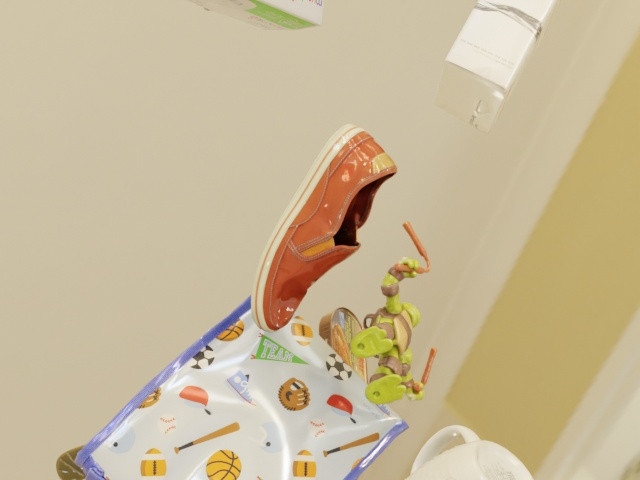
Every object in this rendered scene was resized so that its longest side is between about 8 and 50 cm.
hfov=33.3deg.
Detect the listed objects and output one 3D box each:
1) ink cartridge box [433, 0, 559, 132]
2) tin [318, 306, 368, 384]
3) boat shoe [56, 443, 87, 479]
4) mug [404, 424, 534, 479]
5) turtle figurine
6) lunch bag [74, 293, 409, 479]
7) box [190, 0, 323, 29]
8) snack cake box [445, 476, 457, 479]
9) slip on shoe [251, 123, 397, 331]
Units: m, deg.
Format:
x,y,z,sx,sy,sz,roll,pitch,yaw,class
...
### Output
x,y,z,sx,sy,sz,roll,pitch,yaw,class
0.302,-0.341,1.756,0.273,0.115,0.198,-60,-8,-12,ink cartridge box
0.041,0.211,1.909,0.040,0.189,0.106,-26,-39,34,tin
-0.385,0.397,2.016,0.224,0.080,0.073,-19,-4,7,boat shoe
0.283,0.559,2.286,0.276,0.374,0.328,26,-62,-22,mug
0.099,0.122,1.507,0.217,0.087,0.269,-45,-46,-65,turtle figurine
-0.126,0.318,1.609,0.385,0.328,0.239,-42,-10,-34,lunch bag
-0.110,-0.452,1.571,0.262,0.127,0.231,8,-94,-56,box
0.290,0.550,1.845,0.089,0.152,0.264,-36,-76,-17,snack cake box
0.000,0.000,1.492,0.331,0.101,0.123,-60,-19,20,slip on shoe
